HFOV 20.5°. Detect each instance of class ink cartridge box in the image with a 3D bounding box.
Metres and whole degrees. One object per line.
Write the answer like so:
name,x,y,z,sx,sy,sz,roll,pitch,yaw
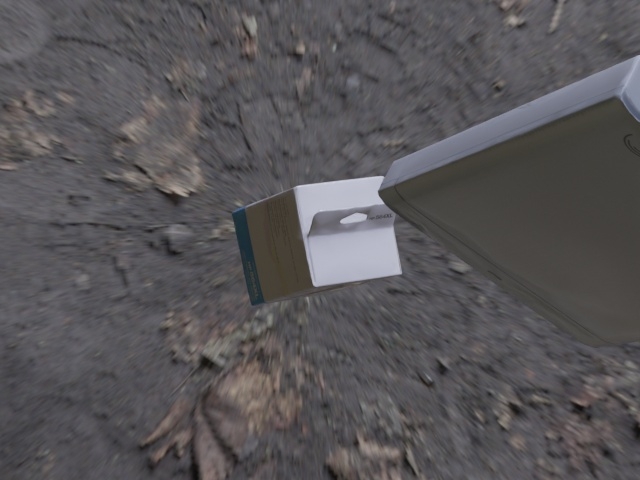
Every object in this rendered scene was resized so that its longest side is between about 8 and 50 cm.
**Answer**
ink cartridge box,0.000,0.000,1.548,0.092,0.143,0.090,-9,86,-29

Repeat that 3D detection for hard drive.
hard drive,0.212,-0.012,1.270,0.233,0.353,0.047,35,70,-15
